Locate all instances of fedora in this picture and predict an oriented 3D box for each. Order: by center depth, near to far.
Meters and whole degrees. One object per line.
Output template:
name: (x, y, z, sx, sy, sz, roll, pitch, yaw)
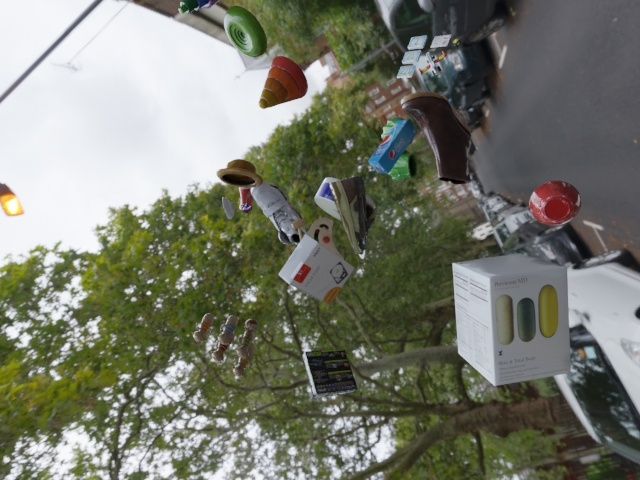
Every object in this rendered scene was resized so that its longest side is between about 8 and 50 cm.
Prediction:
fedora: (-0.329, -0.282, 1.729, 0.194, 0.194, 0.079, 31, -120, -54)

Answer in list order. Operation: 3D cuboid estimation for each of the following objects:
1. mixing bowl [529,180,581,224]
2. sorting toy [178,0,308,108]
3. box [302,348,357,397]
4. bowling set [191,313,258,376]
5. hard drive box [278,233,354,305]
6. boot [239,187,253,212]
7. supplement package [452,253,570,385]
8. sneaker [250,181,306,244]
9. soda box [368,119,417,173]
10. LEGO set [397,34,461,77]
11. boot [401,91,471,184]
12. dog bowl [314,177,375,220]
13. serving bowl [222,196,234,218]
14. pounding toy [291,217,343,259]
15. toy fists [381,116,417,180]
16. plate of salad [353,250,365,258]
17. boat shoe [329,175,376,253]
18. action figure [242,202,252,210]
mixing bowl: (0.904, -0.131, 1.616, 0.182, 0.181, 0.098, 61, -150, -6)
sorting toy: (-0.198, -0.461, 1.031, 0.365, 0.127, 0.126, 44, -112, -17)
box: (0.037, 0.536, 1.711, 0.190, 0.045, 0.184, 2, -136, -27)
bowling set: (-0.347, 0.390, 1.657, 0.287, 0.199, 0.154, 38, -139, -16)
hard drive box: (-0.011, 0.113, 1.561, 0.232, 0.181, 0.089, 33, 180, -41)
boot: (-0.376, -0.244, 2.208, 0.244, 0.088, 0.177, -75, -10, -66)
supplement package: (0.476, 0.188, 1.066, 0.198, 0.199, 0.263, -132, 35, -80)
sneaker: (-0.187, -0.120, 2.024, 0.366, 0.137, 0.210, 47, -169, -35)
soda box: (0.279, -0.362, 1.619, 0.071, 0.210, 0.067, 40, 170, -30)
LEGO set: (0.418, -0.733, 1.644, 0.060, 0.244, 0.183, 25, -94, -45)
boot: (0.316, -0.267, 1.114, 0.248, 0.090, 0.207, 8, -105, -34)
dog bowl: (0.108, -0.167, 1.891, 0.264, 0.104, 0.265, 29, 171, 5)
serving bowl: (-0.331, -0.120, 1.530, 0.083, 0.027, 0.084, 164, 90, -88)
pounding toy: (0.000, 0.000, 1.895, 0.270, 0.154, 0.155, 56, 163, 8)
toy fists: (0.351, -0.406, 1.877, 0.096, 0.142, 0.280, -25, -67, -41)
plate of salad: (0.098, -0.043, 1.235, 0.200, 0.048, 0.200, 171, 90, -85)
boat shoe: (0.080, -0.048, 0.867, 0.224, 0.073, 0.080, 63, -171, -53)
action figure: (-0.345, -0.153, 1.956, 0.038, 0.030, 0.115, 33, 168, -17)
